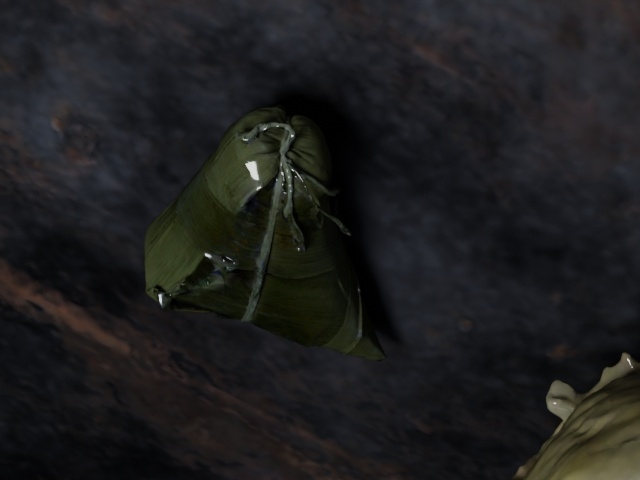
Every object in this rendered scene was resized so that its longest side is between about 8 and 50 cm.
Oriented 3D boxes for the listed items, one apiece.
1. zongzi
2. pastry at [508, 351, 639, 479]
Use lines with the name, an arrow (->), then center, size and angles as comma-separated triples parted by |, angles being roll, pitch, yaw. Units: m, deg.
zongzi -> 0.000, 0.000, 0.673 | 0.119, 0.055, 0.109 | 22, 137, -18
pastry -> 0.173, 0.163, 0.674 | 0.256, 0.170, 0.237 | 17, 111, -14
